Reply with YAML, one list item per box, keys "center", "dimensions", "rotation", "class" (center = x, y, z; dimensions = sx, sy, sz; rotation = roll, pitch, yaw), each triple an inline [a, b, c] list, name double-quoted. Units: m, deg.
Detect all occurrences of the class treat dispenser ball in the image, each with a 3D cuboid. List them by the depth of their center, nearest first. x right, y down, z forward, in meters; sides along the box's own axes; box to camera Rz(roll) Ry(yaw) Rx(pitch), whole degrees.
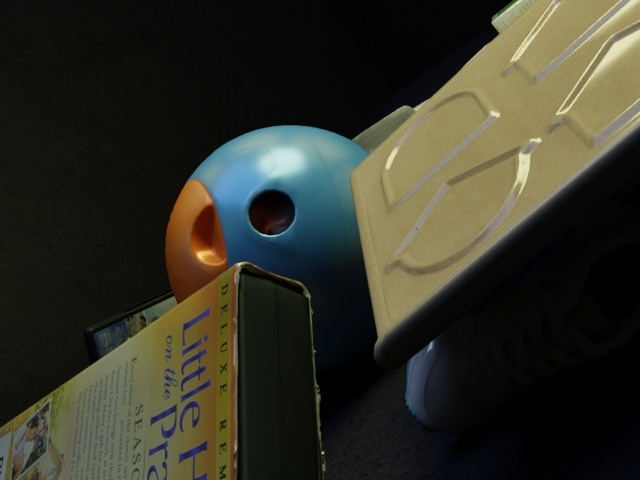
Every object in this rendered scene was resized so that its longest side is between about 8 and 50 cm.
- center: [-0.033, 0.012, 0.929]
  dimensions: [0.288, 0.288, 0.288]
  rotation: [-39, 9, 7]
  class: "treat dispenser ball"

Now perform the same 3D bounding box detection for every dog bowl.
- center: [0.198, -0.204, 1.470]
  dimensions: [0.349, 0.102, 0.349]
  rotation: [-31, 2, 1]
  class: "dog bowl"

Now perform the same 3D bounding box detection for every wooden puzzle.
- center: [0.163, -0.080, 0.587]
  dimensions: [0.322, 0.080, 0.348]
  rotation: [-42, 17, 18]
  class: "wooden puzzle"

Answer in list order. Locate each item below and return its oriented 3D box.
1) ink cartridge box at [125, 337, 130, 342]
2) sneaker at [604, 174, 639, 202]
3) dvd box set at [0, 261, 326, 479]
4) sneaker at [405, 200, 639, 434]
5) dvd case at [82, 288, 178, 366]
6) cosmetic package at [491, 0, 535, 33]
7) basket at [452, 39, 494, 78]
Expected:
- center: [-0.218, 0.242, 0.931]
  dimensions: [0.069, 0.175, 0.371]
  rotation: [-40, 8, 6]
  class: "ink cartridge box"
- center: [0.235, -0.058, 0.785]
  dimensions: [0.275, 0.107, 0.110]
  rotation: [-40, 17, 1]
  class: "sneaker"
- center: [-0.153, 0.235, 0.522]
  dimensions: [0.420, 0.062, 0.307]
  rotation: [-34, 48, 38]
  class: "dvd box set"
- center: [0.155, 0.058, 0.574]
  dimensions: [0.229, 0.087, 0.092]
  rotation: [-42, 11, 4]
  class: "sneaker"
- center: [-0.227, 0.169, 1.172]
  dimensions: [0.022, 0.180, 0.253]
  rotation: [-3, 14, 34]
  class: "dvd case"
- center: [0.514, -0.475, 1.508]
  dimensions: [0.365, 0.155, 0.197]
  rotation: [-38, 6, 19]
  class: "cosmetic package"
- center: [0.238, -0.164, 1.094]
  dimensions: [0.113, 0.167, 0.103]
  rotation: [-46, 4, -35]
  class: "basket"
